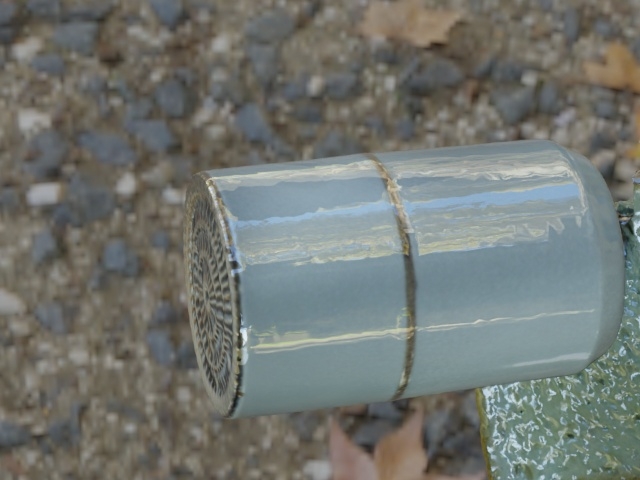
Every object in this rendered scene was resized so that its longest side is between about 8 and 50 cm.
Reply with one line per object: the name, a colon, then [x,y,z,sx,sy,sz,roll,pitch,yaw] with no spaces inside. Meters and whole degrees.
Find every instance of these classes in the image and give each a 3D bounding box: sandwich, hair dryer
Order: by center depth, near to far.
hair dryer: [0.000,0.000,0.923,0.173,0.107,0.357,-5,8,-15]
sandwich: [0.226,0.048,1.284,0.273,0.249,0.095,-9,14,25]
